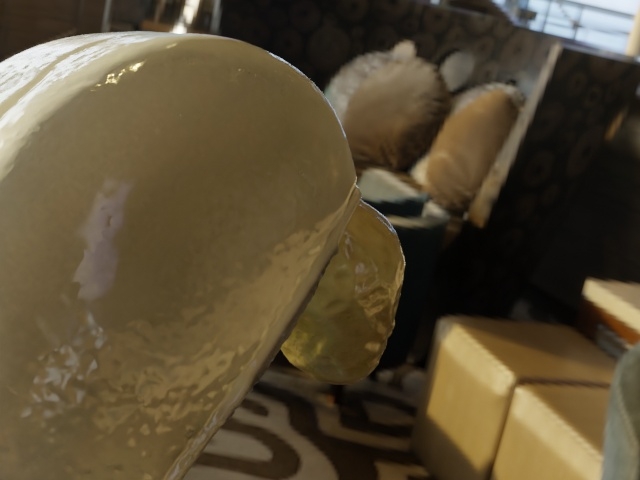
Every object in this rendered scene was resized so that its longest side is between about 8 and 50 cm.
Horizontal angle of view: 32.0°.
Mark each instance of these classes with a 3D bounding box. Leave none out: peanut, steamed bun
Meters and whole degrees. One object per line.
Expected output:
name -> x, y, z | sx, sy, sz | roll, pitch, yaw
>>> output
peanut -> 0.000, 0.000, 1.065 | 0.147, 0.319, 0.147 | -13, 30, 8
steamed bun -> -0.108, 0.003, 0.525 | 0.146, 0.242, 0.164 | 12, -29, 51
